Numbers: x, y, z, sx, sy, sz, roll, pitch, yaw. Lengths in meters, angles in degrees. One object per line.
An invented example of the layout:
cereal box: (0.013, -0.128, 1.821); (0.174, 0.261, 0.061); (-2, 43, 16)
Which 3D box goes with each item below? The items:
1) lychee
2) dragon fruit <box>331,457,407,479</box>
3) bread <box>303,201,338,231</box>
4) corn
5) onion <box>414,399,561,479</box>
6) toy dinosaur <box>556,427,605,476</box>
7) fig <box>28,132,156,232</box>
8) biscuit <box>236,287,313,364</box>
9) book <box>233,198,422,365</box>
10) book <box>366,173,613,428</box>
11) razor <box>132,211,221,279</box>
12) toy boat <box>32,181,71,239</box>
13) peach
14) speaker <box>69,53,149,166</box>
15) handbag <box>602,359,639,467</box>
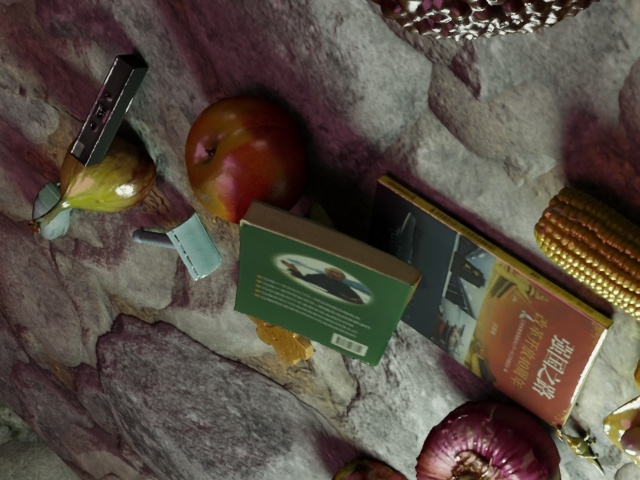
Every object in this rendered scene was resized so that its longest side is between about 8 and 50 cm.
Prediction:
lychee: (0.160, -0.299, 1.099); (0.236, 0.271, 0.236); (62, 171, 17)
dragon fruit: (0.091, 0.507, 2.151); (0.282, 0.147, 0.211); (-8, 118, 55)
bread: (0.011, 0.021, 1.799); (0.136, 0.054, 0.154); (49, 154, 11)
corn: (0.358, 0.033, 1.361); (0.244, 0.093, 0.093); (36, 147, 17)
onion: (0.263, 0.346, 1.773); (0.230, 0.163, 0.230); (5, 98, 38)
toy dinosaur: (0.380, 0.299, 1.689); (0.113, 0.026, 0.041); (39, 143, -17)
fig: (-0.393, -0.108, 2.001); (0.160, 0.231, 0.143); (39, 129, 30)
biscuit: (-0.083, 0.140, 2.072); (0.184, 0.027, 0.133); (47, 149, 5)
book: (-0.003, 0.075, 1.770); (0.260, 0.043, 0.371); (22, 156, 3)
book: (0.215, 0.089, 1.658); (0.374, 0.028, 0.262); (35, 146, 21)
razor: (-0.277, 0.004, 2.135); (0.232, 0.068, 0.106); (6, 129, 54)
toy boat: (-0.529, -0.057, 2.362); (0.078, 0.085, 0.260); (48, 159, 2)
peach: (-0.100, -0.118, 1.732); (0.190, 0.192, 0.190); (-1, 88, 38)
speaker: (-0.340, -0.208, 1.897); (0.040, 0.046, 0.191); (39, 115, 15)
handbag: (0.535, 0.229, 1.343); (0.283, 0.133, 0.401); (44, 149, -3)
